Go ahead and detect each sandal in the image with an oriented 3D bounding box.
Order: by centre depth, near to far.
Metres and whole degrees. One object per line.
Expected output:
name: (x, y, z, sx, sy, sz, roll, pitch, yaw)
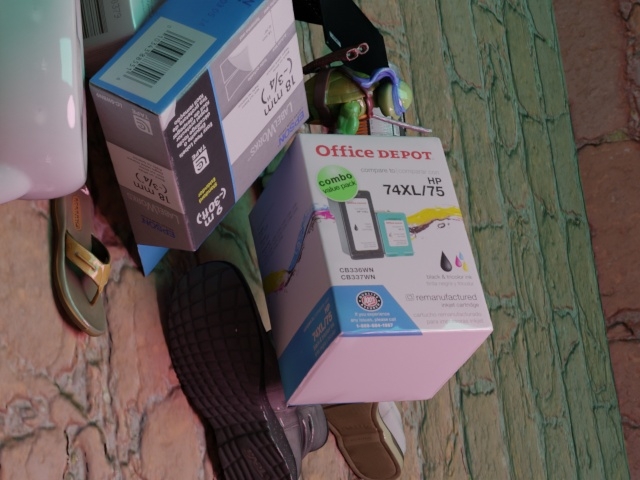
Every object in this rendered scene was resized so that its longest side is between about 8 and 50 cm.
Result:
sandal: (-0.256, 0.015, 1.603, 0.072, 0.049, 0.180, 16, 65, -63)

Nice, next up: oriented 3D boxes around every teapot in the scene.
teapot: (-0.321, -0.159, 1.398, 0.256, 0.187, 0.252, -110, -161, -70)

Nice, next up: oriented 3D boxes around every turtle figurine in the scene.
turtle figurine: (-0.003, -0.136, 1.974, 0.275, 0.266, 0.198, 63, 34, -64)

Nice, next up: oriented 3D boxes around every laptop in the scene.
laptop: (-0.015, -0.307, 2.106, 0.234, 0.264, 0.136, 41, 70, -53)

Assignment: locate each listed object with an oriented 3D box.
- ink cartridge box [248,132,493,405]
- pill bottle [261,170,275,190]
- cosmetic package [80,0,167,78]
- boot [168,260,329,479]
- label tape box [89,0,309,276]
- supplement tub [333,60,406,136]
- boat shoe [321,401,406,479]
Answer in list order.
ink cartridge box: (0.053, 0.035, 1.764, 0.198, 0.197, 0.270, 0, 60, -23)
pill bottle: (0.000, 0.000, 2.076, 0.121, 0.121, 0.221, -28, 104, -65)
cosmetic package: (-0.234, -0.276, 1.659, 0.183, 0.151, 0.151, 1, 78, -66)
boot: (-0.087, 0.157, 1.866, 0.223, 0.118, 0.338, -56, 137, -66)
label tape box: (-0.121, -0.121, 1.656, 0.240, 0.106, 0.334, -52, 153, -29)
supplement tub: (0.078, -0.184, 2.333, 0.117, 0.117, 0.190, 24, 58, -61)
boat shoe: (0.053, 0.219, 2.123, 0.103, 0.113, 0.302, -75, 155, -46)
